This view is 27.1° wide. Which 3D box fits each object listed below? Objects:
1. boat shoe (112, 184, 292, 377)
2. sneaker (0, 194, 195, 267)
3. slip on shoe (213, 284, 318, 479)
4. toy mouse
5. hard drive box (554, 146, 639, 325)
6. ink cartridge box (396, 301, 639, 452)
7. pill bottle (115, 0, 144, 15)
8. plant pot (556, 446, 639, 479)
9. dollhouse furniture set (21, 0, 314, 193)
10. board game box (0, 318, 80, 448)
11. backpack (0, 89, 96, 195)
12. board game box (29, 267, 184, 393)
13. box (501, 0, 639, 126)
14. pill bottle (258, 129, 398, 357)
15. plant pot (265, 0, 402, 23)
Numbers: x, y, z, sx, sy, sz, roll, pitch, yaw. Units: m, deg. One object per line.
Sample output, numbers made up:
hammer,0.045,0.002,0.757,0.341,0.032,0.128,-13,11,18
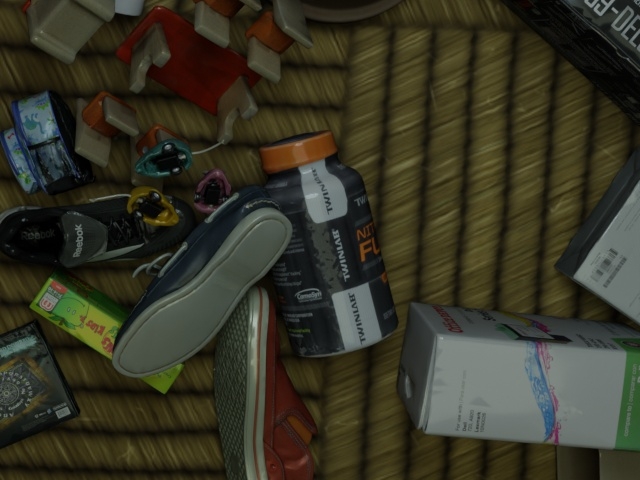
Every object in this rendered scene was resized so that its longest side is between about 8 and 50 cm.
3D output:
boat shoe,-0.140,0.043,1.456,0.095,0.079,0.254,30,107,-42
sneaker,-0.258,-0.006,1.507,0.234,0.106,0.078,-4,100,-5
slip on shoe,-0.058,0.210,1.562,0.101,0.123,0.331,-11,101,-23
toy mouse,-0.147,-0.071,1.448,0.161,0.031,0.143,23,126,-29
hard drive box,0.430,0.028,1.584,0.232,0.089,0.181,34,94,-9
ink cartridge box,0.242,0.154,1.528,0.278,0.201,0.117,6,97,-5
pill bottle,-0.212,-0.339,1.465,0.094,0.094,0.169,14,103,-7
plant pot,0.355,0.282,1.613,0.096,0.109,0.109,-6,99,-18
dollhouse furniture set,-0.181,-0.215,1.423,0.259,0.135,0.262,30,121,-33
board game box,-0.394,0.185,1.564,0.186,0.026,0.126,-23,99,-1
backpack,-0.311,-0.107,1.489,0.084,0.105,0.114,-19,94,-3
board game box,-0.242,0.101,1.531,0.181,0.092,0.043,34,93,-9
box,0.317,-0.230,1.459,0.307,0.242,0.076,40,93,-9
pill bottle,0.000,0.000,1.520,0.131,0.130,0.245,-15,100,-3
plant pot,0.021,-0.366,1.419,0.263,0.229,0.263,-1,97,-5
